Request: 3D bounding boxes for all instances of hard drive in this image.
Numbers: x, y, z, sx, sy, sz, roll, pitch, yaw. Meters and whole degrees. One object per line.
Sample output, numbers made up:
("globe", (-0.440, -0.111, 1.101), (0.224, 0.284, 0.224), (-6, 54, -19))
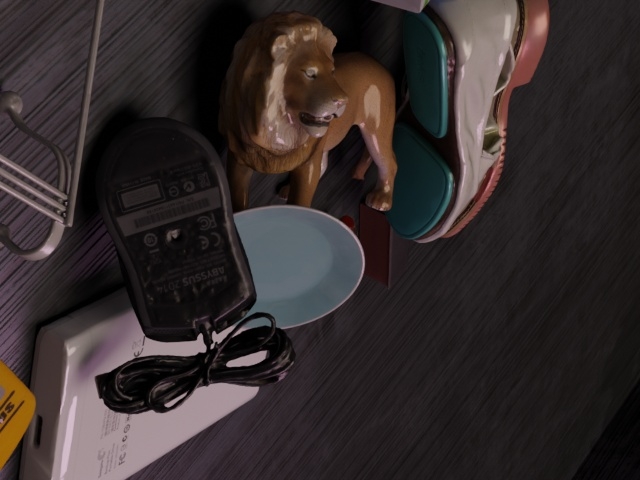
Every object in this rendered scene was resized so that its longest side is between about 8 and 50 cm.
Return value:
("hard drive", (-0.169, 0.132, 1.489), (0.353, 0.047, 0.233), (-28, 138, -50))

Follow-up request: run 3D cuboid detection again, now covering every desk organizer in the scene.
("desk organizer", (0.082, -0.005, 1.829), (0.047, 0.050, 0.130), (-44, 150, -34))

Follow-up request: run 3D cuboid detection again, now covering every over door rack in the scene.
("over door rack", (-0.232, -0.173, 1.014), (0.239, 0.108, 0.324), (42, 63, -65))

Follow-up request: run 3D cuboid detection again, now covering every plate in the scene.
("plate", (-0.050, 0.023, 1.412), (0.188, 0.188, 0.024), (87, -3, -48))

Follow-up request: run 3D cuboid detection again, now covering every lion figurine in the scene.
("lion figurine", (-0.002, -0.132, 1.479), (0.392, 0.142, 0.240), (-38, 140, -68))

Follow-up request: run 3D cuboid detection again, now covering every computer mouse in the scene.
("computer mouse", (-0.138, 0.016, 1.315), (0.188, 0.072, 0.272), (-13, 105, -8))

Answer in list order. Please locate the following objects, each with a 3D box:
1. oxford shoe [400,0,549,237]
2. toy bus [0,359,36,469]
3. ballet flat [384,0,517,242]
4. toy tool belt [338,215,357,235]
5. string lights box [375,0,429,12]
("oxford shoe", (0.153, -0.163, 1.764), (0.146, 0.140, 0.397), (-7, 133, -24))
("toy bus", (-0.371, 0.223, 1.117), (0.333, 0.108, 0.130), (-54, 154, -18))
("ballet flat", (0.155, -0.138, 1.602), (0.139, 0.139, 0.400), (-48, 159, -29))
("toy tool belt", (0.000, 0.000, 1.692), (0.083, 0.052, 0.051), (-30, 172, -44))
("string lights box", (0.120, -0.351, 1.463), (0.260, 0.076, 0.133), (-53, 157, -50))
